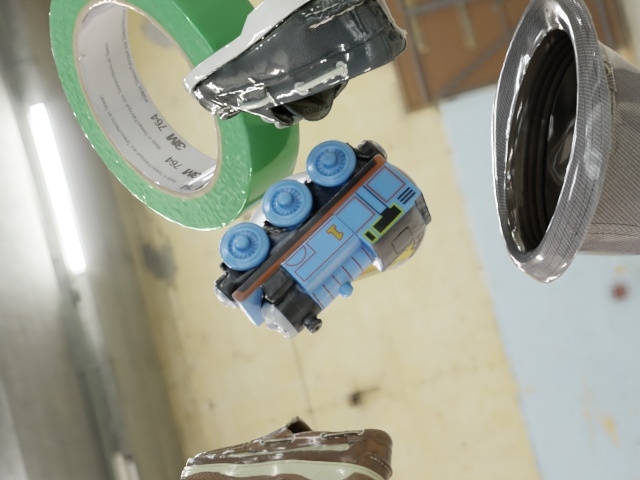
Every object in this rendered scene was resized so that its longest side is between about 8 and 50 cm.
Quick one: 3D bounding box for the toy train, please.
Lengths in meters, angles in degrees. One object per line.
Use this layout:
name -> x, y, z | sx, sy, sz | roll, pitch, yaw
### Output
toy train -> 0.000, 0.000, 1.316 | 0.105, 0.184, 0.080 | 42, 171, 25

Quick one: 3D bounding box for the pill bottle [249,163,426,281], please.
pill bottle -> 0.015, -0.014, 1.602 | 0.215, 0.117, 0.117 | -15, -90, -62

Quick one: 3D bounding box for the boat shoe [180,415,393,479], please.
boat shoe -> -0.030, 0.237, 1.718 | 0.095, 0.257, 0.095 | 51, -132, -42

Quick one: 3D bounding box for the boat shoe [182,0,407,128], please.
boat shoe -> -0.024, -0.132, 1.255 | 0.091, 0.114, 0.302 | 58, 162, -2

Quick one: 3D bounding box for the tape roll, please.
tape roll -> -0.161, -0.167, 1.745 | 0.321, 0.077, 0.321 | 33, 142, 31

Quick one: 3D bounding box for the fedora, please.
fedora -> 0.244, -0.086, 1.438 | 0.275, 0.124, 0.244 | -96, 17, -52
